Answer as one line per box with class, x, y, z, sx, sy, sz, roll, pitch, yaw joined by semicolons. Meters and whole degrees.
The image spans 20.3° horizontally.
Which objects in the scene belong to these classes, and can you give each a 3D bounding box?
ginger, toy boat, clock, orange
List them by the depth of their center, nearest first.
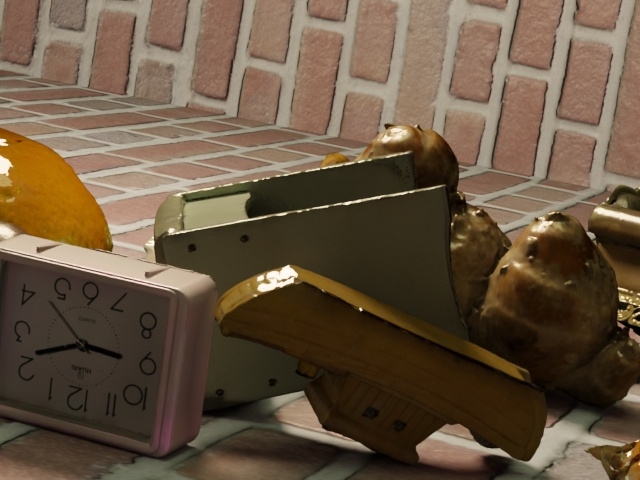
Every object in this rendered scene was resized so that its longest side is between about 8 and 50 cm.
clock;-0.193;0.085;1.494;0.197;0.150;0.063;13;13;17
toy boat;0.051;0.119;1.545;0.321;0.121;0.089;24;16;-23
ginger;0.180;0.047;1.896;0.375;0.256;0.176;29;31;23
orange;-0.396;-0.029;1.969;0.334;0.196;0.262;18;25;9

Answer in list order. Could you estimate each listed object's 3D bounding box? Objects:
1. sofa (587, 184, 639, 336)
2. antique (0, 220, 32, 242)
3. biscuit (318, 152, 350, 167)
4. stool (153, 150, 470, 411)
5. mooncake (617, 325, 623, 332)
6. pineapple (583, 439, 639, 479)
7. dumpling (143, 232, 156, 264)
sofa;0.442;0.043;2.062;0.200;0.182;0.258;19;-7;42
antique;-0.365;0.023;1.731;0.257;0.143;0.121;20;13;39
biscuit;0.005;0.002;1.949;0.041;0.203;0.260;14;-6;9
stool;-0.013;0.031;1.704;0.269;0.170;0.243;-10;11;-2
mooncake;0.355;0.145;1.884;0.057;0.150;0.347;-7;28;-11
pineapple;0.330;0.150;1.200;0.344;0.209;0.286;-3;3;22
dumpling;-0.106;0.048;1.963;0.188;0.108;0.127;23;27;-24
